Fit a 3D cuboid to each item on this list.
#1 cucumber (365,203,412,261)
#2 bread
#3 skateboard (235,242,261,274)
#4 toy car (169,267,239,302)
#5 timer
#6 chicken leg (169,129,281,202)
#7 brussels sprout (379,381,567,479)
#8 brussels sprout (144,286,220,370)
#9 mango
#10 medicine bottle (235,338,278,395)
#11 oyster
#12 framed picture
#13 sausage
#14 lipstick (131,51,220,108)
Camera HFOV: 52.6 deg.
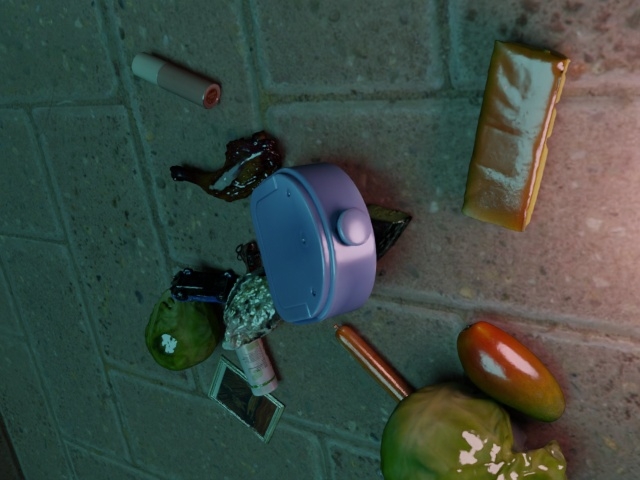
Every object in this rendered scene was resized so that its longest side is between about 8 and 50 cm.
[{"bbox_3d":[0.120,-0.013,1.554,0.115,0.086,0.193,40,136,10],"label":"cucumber"},{"bbox_3d":[0.380,-0.203,1.273,0.138,0.077,0.361,21,123,27],"label":"bread"},{"bbox_3d":[-0.201,0.075,1.840,0.080,0.067,0.151,11,113,42],"label":"skateboard"},{"bbox_3d":[-0.333,0.140,1.907,0.216,0.103,0.063,4,140,4],"label":"toy car"},{"bbox_3d":[0.000,0.000,1.509,0.395,0.173,0.394,28,123,54],"label":"timer"},{"bbox_3d":[-0.261,-0.178,1.733,0.407,0.096,0.157,-9,102,40],"label":"chicken leg"},{"bbox_3d":[0.330,0.548,1.480,0.426,0.361,0.342,27,132,17],"label":"brussels sprout"},{"bbox_3d":[-0.422,0.261,1.989,0.219,0.210,0.271,-1,92,53],"label":"brussels sprout"},{"bbox_3d":[0.431,0.299,1.454,0.289,0.129,0.146,34,126,7],"label":"mango"},{"bbox_3d":[-0.196,0.368,1.956,0.086,0.086,0.183,-10,106,38],"label":"medicine bottle"},{"bbox_3d":[-0.167,0.188,1.777,0.112,0.199,0.267,-121,38,-46],"label":"oyster"},{"bbox_3d":[-0.250,0.524,2.116,0.273,0.016,0.216,34,127,18],"label":"framed picture"},{"bbox_3d":[0.159,0.348,1.715,0.348,0.053,0.053,45,130,8],"label":"sausage"},{"bbox_3d":[-0.383,-0.424,1.710,0.255,0.070,0.070,28,125,21],"label":"lipstick"}]
